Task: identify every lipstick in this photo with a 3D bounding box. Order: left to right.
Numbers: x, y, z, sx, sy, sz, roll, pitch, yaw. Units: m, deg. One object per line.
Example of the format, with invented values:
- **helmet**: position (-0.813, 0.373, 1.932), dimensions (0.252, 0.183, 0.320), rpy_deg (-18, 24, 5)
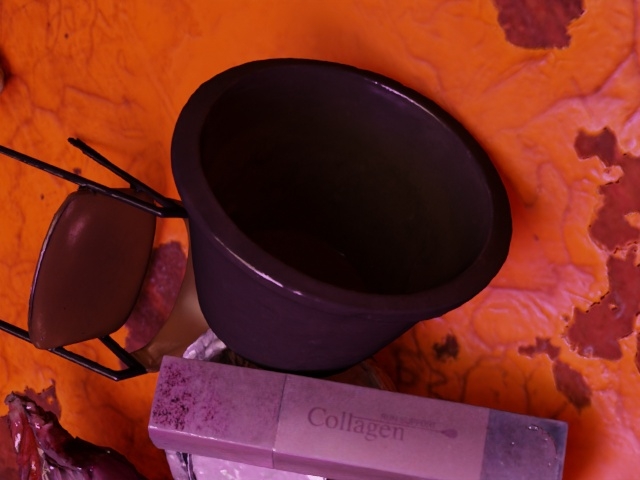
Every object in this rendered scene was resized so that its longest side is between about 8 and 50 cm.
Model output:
- **lipstick**: position (0.029, 0.152, 1.259), dimensions (0.317, 0.068, 0.066), rpy_deg (9, 70, 4)

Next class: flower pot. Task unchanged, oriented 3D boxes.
- **flower pot**: position (0.000, 0.000, 1.267), dimensions (0.269, 0.269, 0.166), rpy_deg (43, 139, 20)

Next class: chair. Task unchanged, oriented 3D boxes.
- **chair**: position (-0.192, 0.019, 1.422), dimensions (0.247, 0.172, 0.159), rpy_deg (27, 109, 34)

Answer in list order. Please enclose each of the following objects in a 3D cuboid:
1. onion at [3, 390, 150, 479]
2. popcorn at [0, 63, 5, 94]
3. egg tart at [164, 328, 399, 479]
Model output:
- **onion**: position (-0.172, 0.294, 1.439), dimensions (0.267, 0.159, 0.349), rpy_deg (-22, 75, 51)
- **popcorn**: position (-0.332, -0.147, 1.539), dimensions (0.068, 0.059, 0.083), rpy_deg (24, 117, 27)
- **egg tart**: position (-0.037, 0.176, 1.363), dimensions (0.234, 0.094, 0.234), rpy_deg (7, 107, 23)
